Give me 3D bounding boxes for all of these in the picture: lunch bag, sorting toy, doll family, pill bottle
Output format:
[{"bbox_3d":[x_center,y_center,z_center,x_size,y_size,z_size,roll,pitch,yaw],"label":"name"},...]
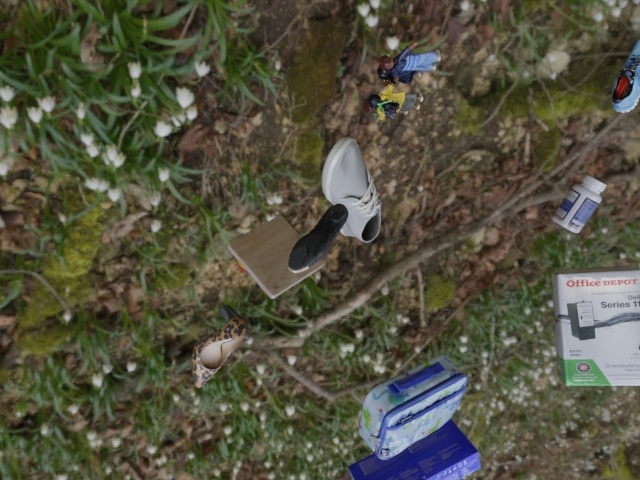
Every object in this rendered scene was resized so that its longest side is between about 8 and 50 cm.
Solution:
[{"bbox_3d":[0.184,0.329,1.124,0.219,0.090,0.176,-18,134,-28],"label":"lunch bag"},{"bbox_3d":[-0.167,0.070,2.039,0.257,0.255,0.089,-31,162,-36],"label":"sorting toy"},{"bbox_3d":[0.135,-0.281,1.013,0.112,0.076,0.193,-5,138,-20],"label":"doll family"},{"bbox_3d":[0.573,-0.082,1.241,0.067,0.067,0.120,-1,124,-56],"label":"pill bottle"}]

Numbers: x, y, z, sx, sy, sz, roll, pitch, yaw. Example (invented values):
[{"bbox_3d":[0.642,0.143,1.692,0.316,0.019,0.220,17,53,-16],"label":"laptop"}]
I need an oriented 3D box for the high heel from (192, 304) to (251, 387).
[{"bbox_3d":[-0.282,0.323,1.576,0.093,0.261,0.186,22,-178,-31],"label":"high heel"}]

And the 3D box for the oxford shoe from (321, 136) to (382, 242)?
[{"bbox_3d":[0.104,-0.133,1.603,0.169,0.130,0.449,-53,155,-18],"label":"oxford shoe"}]

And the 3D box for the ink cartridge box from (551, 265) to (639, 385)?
[{"bbox_3d":[0.515,0.155,1.038,0.153,0.208,0.087,-5,179,15],"label":"ink cartridge box"}]

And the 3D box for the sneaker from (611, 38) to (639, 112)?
[{"bbox_3d":[0.675,-0.359,1.209,0.063,0.162,0.073,26,-165,39],"label":"sneaker"}]

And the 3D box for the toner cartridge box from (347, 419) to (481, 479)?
[{"bbox_3d":[0.272,0.661,1.642,0.348,0.075,0.165,-22,-152,-11],"label":"toner cartridge box"}]

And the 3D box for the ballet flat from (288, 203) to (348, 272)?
[{"bbox_3d":[0.000,0.000,1.062,0.173,0.058,0.049,-49,162,-26],"label":"ballet flat"}]
